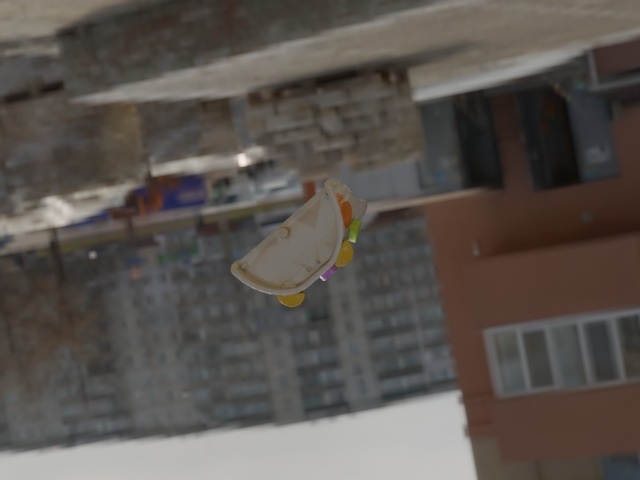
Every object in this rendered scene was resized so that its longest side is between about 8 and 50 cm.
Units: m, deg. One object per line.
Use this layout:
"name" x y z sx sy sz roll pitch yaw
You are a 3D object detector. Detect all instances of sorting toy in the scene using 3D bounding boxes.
"sorting toy" 0.000 0.000 0.908 0.083 0.045 0.075 -41 177 24
